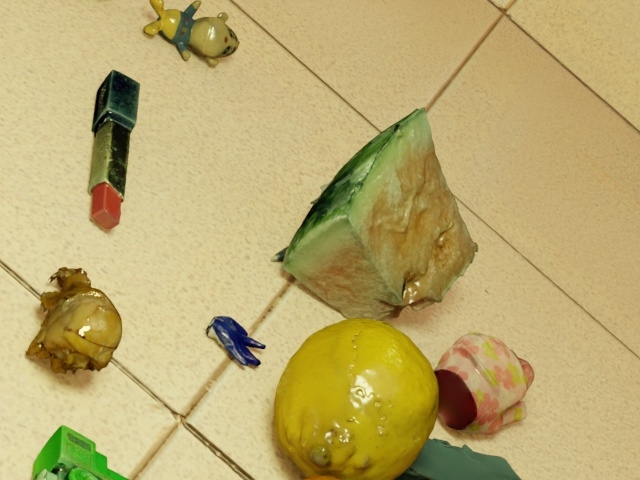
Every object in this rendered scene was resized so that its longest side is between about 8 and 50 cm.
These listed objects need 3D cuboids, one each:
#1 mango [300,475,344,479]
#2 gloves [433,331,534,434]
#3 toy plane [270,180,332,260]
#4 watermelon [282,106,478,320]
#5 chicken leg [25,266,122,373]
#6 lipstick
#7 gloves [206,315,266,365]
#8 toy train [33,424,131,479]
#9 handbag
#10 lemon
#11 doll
[{"bbox_3d":[0.018,0.366,1.542,0.253,0.139,0.113,-102,176,-46],"label":"mango"},{"bbox_3d":[0.250,0.202,2.055,0.145,0.126,0.241,45,37,16],"label":"gloves"},{"bbox_3d":[0.016,-0.005,2.089,0.234,0.082,0.160,-23,95,-58],"label":"toy plane"},{"bbox_3d":[0.077,-0.021,2.020,0.264,0.151,0.302,-54,133,-35],"label":"watermelon"},{"bbox_3d":[-0.285,0.090,1.607,0.085,0.101,0.207,31,10,-25],"label":"chicken leg"},{"bbox_3d":[-0.288,-0.122,1.911,0.051,0.051,0.312,29,33,-25],"label":"lipstick"},{"bbox_3d":[-0.107,0.130,1.813,0.086,0.026,0.064,42,27,1],"label":"gloves"},{"bbox_3d":[-0.190,0.291,1.456,0.251,0.085,0.119,33,15,-23],"label":"toy train"},{"bbox_3d":[0.175,0.310,1.847,0.221,0.057,0.144,17,19,-23],"label":"handbag"},{"bbox_3d":[0.044,0.202,1.720,0.204,0.204,0.260,42,31,0],"label":"lemon"},{"bbox_3d":[-0.202,-0.339,2.268,0.179,0.102,0.089,10,3,-42],"label":"doll"}]
